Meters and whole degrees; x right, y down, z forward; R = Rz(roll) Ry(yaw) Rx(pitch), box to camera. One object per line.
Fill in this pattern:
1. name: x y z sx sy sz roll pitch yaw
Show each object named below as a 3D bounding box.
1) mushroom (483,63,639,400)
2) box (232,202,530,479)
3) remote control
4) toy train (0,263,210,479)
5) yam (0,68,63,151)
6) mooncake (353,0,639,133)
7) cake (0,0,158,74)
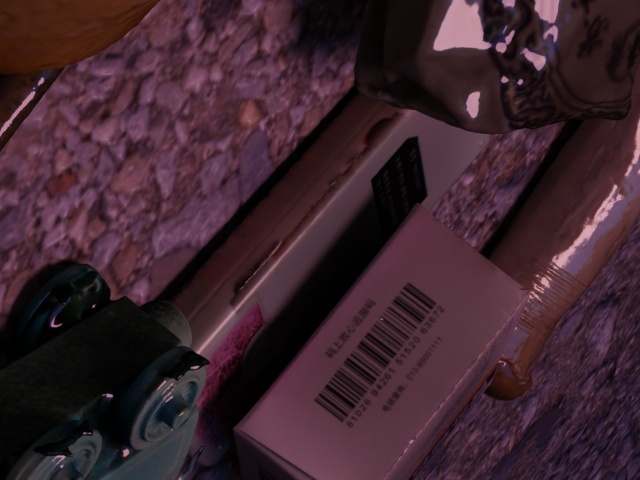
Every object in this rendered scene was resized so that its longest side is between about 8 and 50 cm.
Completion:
1. mushroom: 0.218 -0.021 1.581 0.123 0.095 0.351 21 99 -47
2. box: 0.040 0.117 1.320 0.200 0.106 0.299 -50 171 -13
3. remote control: -0.001 0.000 1.256 0.344 0.050 0.145 -48 154 -20
4. toy train: -0.157 0.117 1.054 0.203 0.112 0.163 -31 151 -42
5. yam: -0.194 -0.016 0.918 0.234 0.029 0.027 -55 166 -3
6. mooncake: 0.143 -0.194 1.148 0.254 0.136 0.250 -9 115 -57
7. cake: -0.132 -0.159 0.717 0.178 0.185 0.208 -21 -138 55
